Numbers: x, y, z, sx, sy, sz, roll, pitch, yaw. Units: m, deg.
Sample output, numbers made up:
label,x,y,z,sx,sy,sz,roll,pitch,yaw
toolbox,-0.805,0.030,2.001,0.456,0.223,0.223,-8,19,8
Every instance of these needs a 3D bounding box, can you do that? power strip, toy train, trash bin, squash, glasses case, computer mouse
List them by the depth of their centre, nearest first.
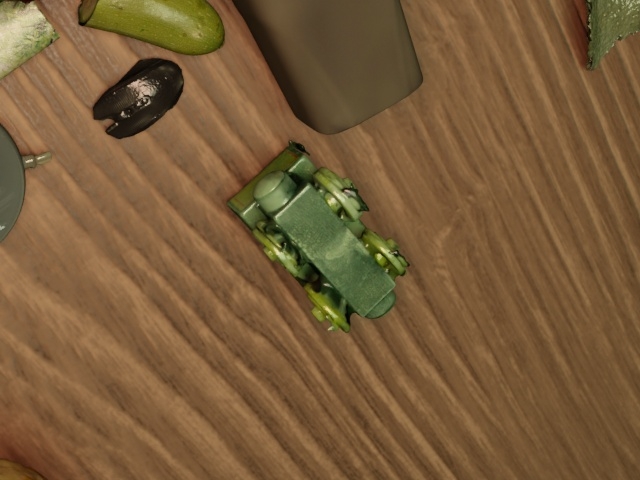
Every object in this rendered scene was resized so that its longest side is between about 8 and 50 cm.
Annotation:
label,x,y,z,sx,sy,sz,roll,pitch,yaw
glasses case,-0.461,-0.210,1.250,0.272,0.062,0.095,-38,114,-7
power strip,-0.464,-0.059,1.290,0.253,0.054,0.167,-36,120,-8
squash,-0.208,-0.296,1.308,0.188,0.095,0.095,14,99,-28
trash bin,0.006,-0.293,1.320,0.220,0.219,0.250,-30,119,-8
computer mouse,-0.239,-0.189,1.346,0.135,0.047,0.079,-37,112,-5
toy train,0.000,0.000,1.409,0.159,0.188,0.271,-43,116,-4

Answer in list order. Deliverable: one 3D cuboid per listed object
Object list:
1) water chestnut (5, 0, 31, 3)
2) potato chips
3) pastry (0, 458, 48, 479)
label,x,y,z,sx,sy,sz,roll,pitch,yaw
water chestnut,-0.340,-0.408,1.113,0.300,0.300,0.300,-5,106,-19
potato chips,0.465,-0.380,1.547,0.228,0.059,0.167,-44,120,-10
pastry,-0.458,0.459,1.293,0.388,0.312,0.388,-2,82,12
